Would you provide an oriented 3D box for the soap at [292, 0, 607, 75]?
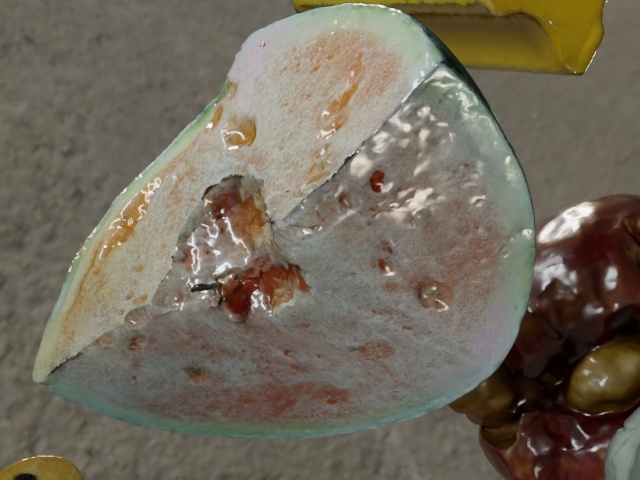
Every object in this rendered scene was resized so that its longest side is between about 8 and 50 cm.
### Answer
[{"bbox_3d":[0.112,-0.222,1.099,0.096,0.204,0.324,31,-6,-23],"label":"soap"}]

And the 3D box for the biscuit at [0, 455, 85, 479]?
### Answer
[{"bbox_3d":[-0.257,0.261,1.220,0.158,0.035,0.240,15,54,17],"label":"biscuit"}]

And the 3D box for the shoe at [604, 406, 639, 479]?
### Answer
[{"bbox_3d":[0.228,0.193,0.953,0.099,0.227,0.125,-5,35,-3],"label":"shoe"}]

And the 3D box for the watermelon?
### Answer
[{"bbox_3d":[0.000,-0.006,0.952,0.188,0.322,0.175,37,42,-35],"label":"watermelon"}]

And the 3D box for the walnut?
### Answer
[{"bbox_3d":[0.193,0.081,1.173,0.269,0.244,0.221,-23,103,-73],"label":"walnut"}]
